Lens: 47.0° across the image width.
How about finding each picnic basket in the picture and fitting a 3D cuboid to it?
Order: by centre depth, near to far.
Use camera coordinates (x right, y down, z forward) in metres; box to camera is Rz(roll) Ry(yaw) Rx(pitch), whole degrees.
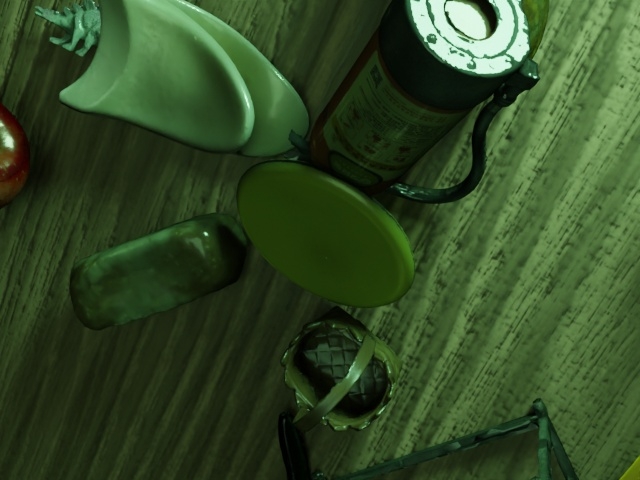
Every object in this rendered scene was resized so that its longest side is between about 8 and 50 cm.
[{"bbox_3d":[0.018,0.162,0.875,0.137,0.178,0.128,40,110,5],"label":"picnic basket"}]

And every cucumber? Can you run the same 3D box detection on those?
[{"bbox_3d":[-0.033,0.314,1.004,0.036,0.033,0.184,-8,101,-7],"label":"cucumber"}]

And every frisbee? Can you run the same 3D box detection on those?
[{"bbox_3d":[0.000,0.000,0.858,0.236,0.017,0.236,22,145,17],"label":"frisbee"}]

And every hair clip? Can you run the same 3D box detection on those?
[{"bbox_3d":[-0.154,-0.188,0.887,0.282,0.113,0.173,29,115,11],"label":"hair clip"}]

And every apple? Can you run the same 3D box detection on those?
[{"bbox_3d":[-0.484,-0.111,0.971,0.168,0.181,0.181,-20,97,42],"label":"apple"}]

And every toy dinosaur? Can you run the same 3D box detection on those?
[{"bbox_3d":[-0.272,-0.260,0.941,0.209,0.039,0.082,28,101,4],"label":"toy dinosaur"}]

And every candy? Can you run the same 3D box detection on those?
[{"bbox_3d":[-0.213,0.040,0.956,0.234,0.104,0.102,-16,96,20],"label":"candy"}]

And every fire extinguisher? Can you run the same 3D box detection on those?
[{"bbox_3d":[0.089,-0.106,0.746,0.200,0.376,0.113,42,67,-3],"label":"fire extinguisher"}]

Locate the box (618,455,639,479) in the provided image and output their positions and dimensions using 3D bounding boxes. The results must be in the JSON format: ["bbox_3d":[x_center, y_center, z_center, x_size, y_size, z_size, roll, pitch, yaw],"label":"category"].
[{"bbox_3d":[0.473,0.319,0.853,0.247,0.033,0.129,33,110,7],"label":"box"}]

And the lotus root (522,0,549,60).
[{"bbox_3d":[0.148,-0.285,0.750,0.160,0.152,0.275,-11,101,8],"label":"lotus root"}]

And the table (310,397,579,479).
[{"bbox_3d":[0.156,0.395,0.866,0.335,0.222,0.272,-25,94,20],"label":"table"}]
